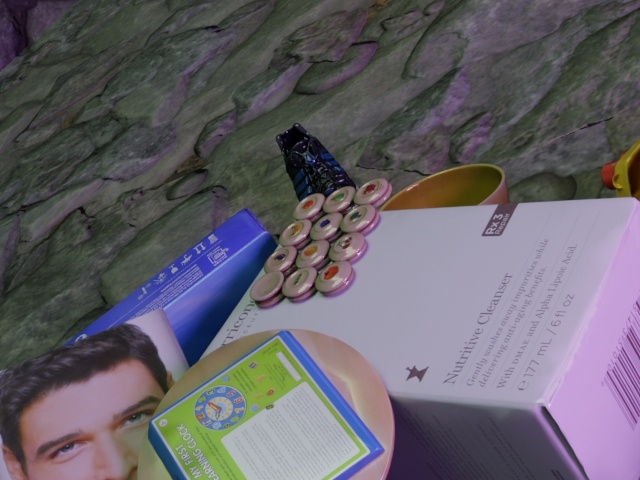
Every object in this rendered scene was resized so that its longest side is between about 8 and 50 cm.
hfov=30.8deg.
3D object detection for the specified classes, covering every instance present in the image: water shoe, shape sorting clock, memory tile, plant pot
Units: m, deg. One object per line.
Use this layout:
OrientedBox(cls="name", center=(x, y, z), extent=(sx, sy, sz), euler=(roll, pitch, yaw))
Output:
OrientedBox(cls="water shoe", center=(-0.011, -0.081, 1.441), extent=(0.073, 0.080, 0.203), euler=(-36, 30, -1))
OrientedBox(cls="shape sorting clock", center=(-0.043, 0.158, 0.883), extent=(0.206, 0.040, 0.206), euler=(-10, 49, 11))
OrientedBox(cls="memory tile", center=(0.000, 0.000, 1.074), extent=(0.113, 0.012, 0.148), euler=(-12, 38, 36))
OrientedBox(cls="plant pot", center=(0.134, -0.003, 1.156), extent=(0.134, 0.095, 0.134), euler=(-21, 21, 8))

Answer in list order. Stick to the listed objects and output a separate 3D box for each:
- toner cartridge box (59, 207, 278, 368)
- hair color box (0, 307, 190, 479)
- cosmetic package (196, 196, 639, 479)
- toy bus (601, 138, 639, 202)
OrientedBox(cls="toner cartridge box", center=(-0.160, 0.138, 1.194), extent=(0.348, 0.165, 0.075), euler=(-38, 30, -4))
OrientedBox(cls="hair color box", center=(-0.147, 0.242, 0.939), extent=(0.185, 0.114, 0.374), euler=(-22, 45, -12))
OrientedBox(cls="cosmetic package", center=(0.099, 0.093, 1.005), extent=(0.385, 0.156, 0.217), euler=(-2, 45, 43))
OrientedBox(cls="toy bus", center=(0.320, -0.050, 0.963), extent=(0.211, 0.149, 0.220), euler=(-8, 17, 47))
